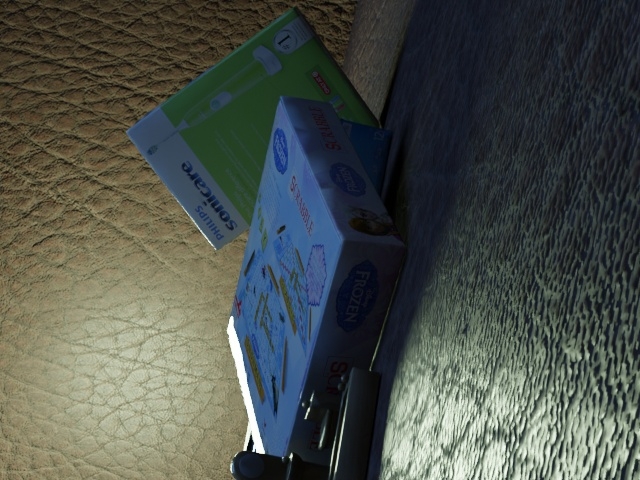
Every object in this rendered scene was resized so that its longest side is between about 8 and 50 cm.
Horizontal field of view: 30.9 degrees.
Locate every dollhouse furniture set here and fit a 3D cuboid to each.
[{"bbox_3d":[-0.031,0.198,1.024,0.151,0.123,0.144,108,174,-57],"label":"dollhouse furniture set"}]

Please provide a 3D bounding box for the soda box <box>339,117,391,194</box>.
[{"bbox_3d":[0.031,-0.035,1.394,0.071,0.067,0.210,111,172,-68],"label":"soda box"}]

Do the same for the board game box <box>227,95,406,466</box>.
[{"bbox_3d":[-0.019,0.057,1.216,0.318,0.066,0.318,-112,32,-56],"label":"board game box"}]

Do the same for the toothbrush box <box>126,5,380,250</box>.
[{"bbox_3d":[-0.088,-0.157,1.596,0.283,0.206,0.122,-36,11,7],"label":"toothbrush box"}]

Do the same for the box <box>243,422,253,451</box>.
[{"bbox_3d":[-0.066,0.262,1.818,0.180,0.078,0.147,-82,6,-55],"label":"box"}]

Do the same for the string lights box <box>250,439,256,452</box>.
[{"bbox_3d":[-0.056,0.303,1.471,0.259,0.077,0.133,-83,5,-63],"label":"string lights box"}]
